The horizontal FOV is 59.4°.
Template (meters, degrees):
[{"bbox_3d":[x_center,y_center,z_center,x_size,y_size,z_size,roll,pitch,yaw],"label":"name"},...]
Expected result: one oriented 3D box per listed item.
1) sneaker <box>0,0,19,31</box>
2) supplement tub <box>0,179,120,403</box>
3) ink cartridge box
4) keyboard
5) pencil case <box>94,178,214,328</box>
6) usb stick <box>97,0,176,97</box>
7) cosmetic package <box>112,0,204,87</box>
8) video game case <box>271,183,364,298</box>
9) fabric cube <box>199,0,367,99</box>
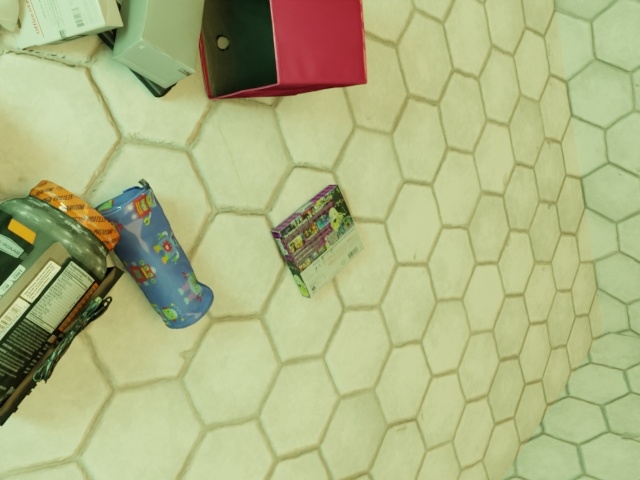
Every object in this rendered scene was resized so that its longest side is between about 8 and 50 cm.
[{"bbox_3d":[-0.586,-0.367,0.877,0.212,0.080,0.094,-11,126,-39],"label":"sneaker"},{"bbox_3d":[-0.500,0.079,0.914,0.207,0.207,0.338,49,63,-34],"label":"supplement tub"},{"bbox_3d":[-0.447,-0.402,0.966,0.060,0.180,0.104,-59,138,-66],"label":"ink cartridge box"},{"bbox_3d":[-0.449,0.175,0.976,0.033,0.201,0.317,41,67,-21],"label":"keyboard"},{"bbox_3d":[-0.329,0.030,1.125,0.306,0.119,0.133,65,27,-25],"label":"pencil case"},{"bbox_3d":[-0.382,-0.397,1.076,0.077,0.045,0.278,-55,127,-18],"label":"usb stick"},{"bbox_3d":[-0.301,-0.429,1.064,0.127,0.107,0.238,25,64,-46],"label":"cosmetic package"},{"bbox_3d":[0.000,0.000,1.468,0.232,0.041,0.210,-41,120,-31],"label":"video game case"},{"bbox_3d":[-0.084,-0.446,1.199,0.258,0.259,0.254,-16,105,-42],"label":"fabric cube"}]
